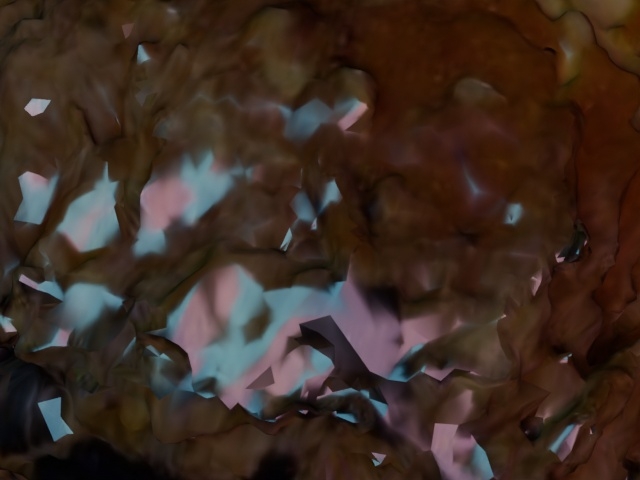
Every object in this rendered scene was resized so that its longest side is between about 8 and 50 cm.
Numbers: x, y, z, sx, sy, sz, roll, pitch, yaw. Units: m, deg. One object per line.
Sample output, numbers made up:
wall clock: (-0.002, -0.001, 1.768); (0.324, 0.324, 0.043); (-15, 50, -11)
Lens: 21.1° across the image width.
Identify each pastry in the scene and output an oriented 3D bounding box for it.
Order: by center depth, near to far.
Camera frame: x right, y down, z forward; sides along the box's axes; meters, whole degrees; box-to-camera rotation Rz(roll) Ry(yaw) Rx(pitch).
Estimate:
pastry: (0.013, 0.010, 0.778); (0.405, 0.337, 0.292); (-13, 150, -2)
